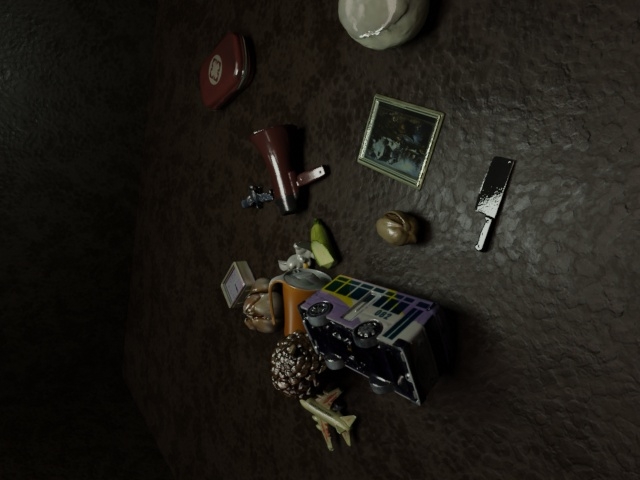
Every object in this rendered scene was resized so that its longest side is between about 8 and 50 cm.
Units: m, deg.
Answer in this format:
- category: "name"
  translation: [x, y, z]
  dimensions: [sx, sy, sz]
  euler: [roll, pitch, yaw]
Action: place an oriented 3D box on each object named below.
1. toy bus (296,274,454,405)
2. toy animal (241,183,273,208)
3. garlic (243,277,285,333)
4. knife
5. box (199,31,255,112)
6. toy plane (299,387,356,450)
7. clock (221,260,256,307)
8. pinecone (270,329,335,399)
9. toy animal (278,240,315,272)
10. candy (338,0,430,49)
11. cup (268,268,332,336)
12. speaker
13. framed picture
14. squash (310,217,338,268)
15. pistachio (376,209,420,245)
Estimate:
- category: "toy bus"
  translation: [0.163, 0.265, 1.379]
  dimensions: [0.439, 0.249, 0.210]
  euler: [12, 129, 51]
- category: "toy animal"
  translation: [-0.280, -0.189, 2.068]
  dimensions: [0.220, 0.062, 0.108]
  euler: [-6, 86, 45]
- category: "garlic"
  translation: [-0.214, 0.269, 1.935]
  dimensions: [0.160, 0.191, 0.214]
  euler: [16, 92, 25]
- category: "knife"
  translation: [0.432, -0.092, 1.221]
  dimensions: [0.072, 0.019, 0.246]
  euler: [31, 112, 51]
- category: "box"
  translation: [-0.445, -0.784, 2.219]
  dimensions: [0.403, 0.108, 0.264]
  euler: [-21, 75, 49]
- category: "toy plane"
  translation: [0.021, 0.609, 1.685]
  dimensions: [0.256, 0.104, 0.242]
  euler: [27, 114, 48]
- category: "clock"
  translation: [-0.380, 0.205, 2.199]
  dimensions: [0.192, 0.071, 0.147]
  euler: [-54, 52, 37]
- category: "pinecone"
  translation: [-0.061, 0.437, 1.622]
  dimensions: [0.224, 0.224, 0.273]
  euler: [48, 161, 39]
- category: "toy animal"
  translation: [-0.083, 0.087, 1.830]
  dimensions: [0.182, 0.130, 0.127]
  euler: [-53, 20, 29]
- category: "candy"
  translation: [0.189, -0.694, 1.372]
  dimensions: [0.295, 0.185, 0.296]
  euler: [9, 105, 36]
- category: "cup"
  translation: [-0.079, 0.232, 1.722]
  dimensions: [0.182, 0.225, 0.264]
  euler: [-103, 19, -69]
- category: "speaker"
  translation: [-0.102, -0.283, 1.822]
  dimensions: [0.258, 0.198, 0.330]
  euler: [-21, 89, 9]
- category: "framed picture"
  translation: [0.231, -0.310, 1.460]
  dimensions: [0.296, 0.019, 0.233]
  euler: [35, 118, 46]
- category: "squash"
  translation: [-0.002, 0.002, 1.717]
  dimensions: [0.090, 0.075, 0.200]
  euler: [108, 147, -62]
- category: "pistachio"
  translation: [0.230, -0.037, 1.413]
  dimensions: [0.149, 0.112, 0.113]
  euler: [-147, 63, -63]
